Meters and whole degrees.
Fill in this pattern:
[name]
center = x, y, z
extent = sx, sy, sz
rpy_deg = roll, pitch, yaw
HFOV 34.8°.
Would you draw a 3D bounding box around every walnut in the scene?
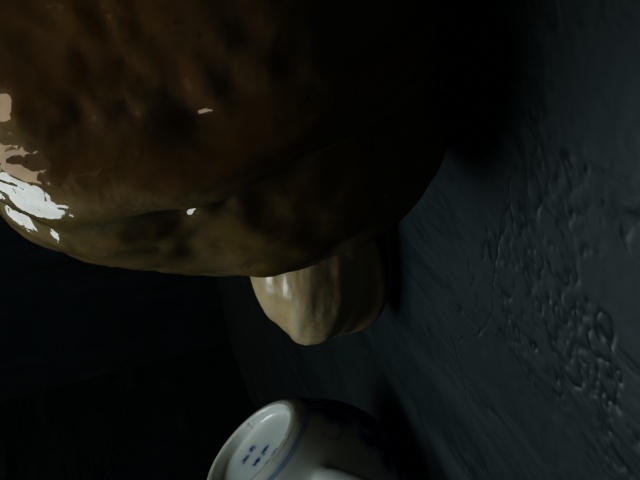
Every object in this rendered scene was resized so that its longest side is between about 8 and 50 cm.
[walnut]
center = -0.087, -0.136, 0.737
extent = 0.381, 0.381, 0.381
rpy_deg = 166, 90, -80

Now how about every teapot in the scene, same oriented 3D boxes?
[teapot]
center = 0.011, 0.334, 1.226
extent = 0.280, 0.252, 0.424
rpy_deg = 45, 152, -17

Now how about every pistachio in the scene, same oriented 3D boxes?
[pistachio]
center = 0.000, 0.000, 1.060
extent = 0.157, 0.157, 0.230
rpy_deg = -118, 23, -54
